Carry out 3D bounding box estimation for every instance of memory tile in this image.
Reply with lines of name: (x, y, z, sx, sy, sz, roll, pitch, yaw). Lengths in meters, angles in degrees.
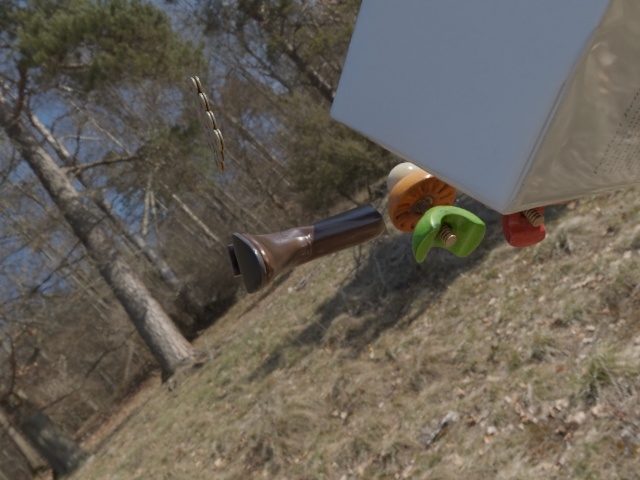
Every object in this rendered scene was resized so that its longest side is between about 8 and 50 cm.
memory tile: (-0.196, -0.201, 0.990, 0.012, 0.148, 0.113, -19, -16, -16)

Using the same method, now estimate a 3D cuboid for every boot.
boot: (0.000, 0.000, 0.369, 0.114, 0.037, 0.106, -14, 8, -15)

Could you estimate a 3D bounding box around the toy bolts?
toy bolts: (0.218, -0.094, 0.785, 0.228, 0.158, 0.218, -3, -44, -26)

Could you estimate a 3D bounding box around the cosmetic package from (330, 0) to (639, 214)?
cosmetic package: (0.240, -0.175, 0.473, 0.453, 0.161, 0.230, -10, -53, -46)
